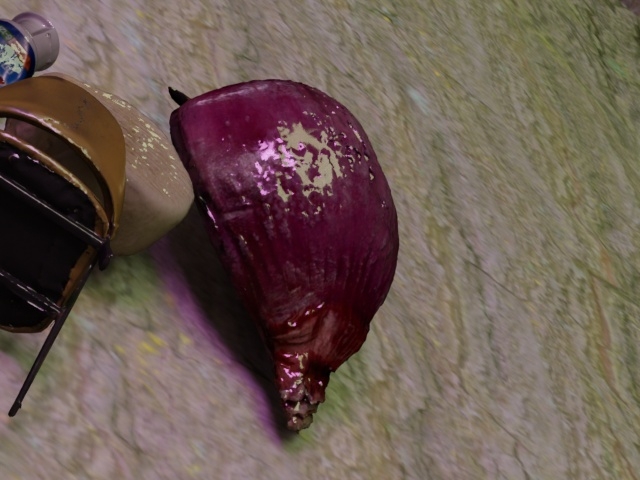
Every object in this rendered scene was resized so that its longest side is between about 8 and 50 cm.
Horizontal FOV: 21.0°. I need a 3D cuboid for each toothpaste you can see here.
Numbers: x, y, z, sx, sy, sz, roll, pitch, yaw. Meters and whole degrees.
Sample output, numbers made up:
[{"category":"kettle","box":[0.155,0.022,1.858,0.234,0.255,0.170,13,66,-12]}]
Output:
[{"category":"toothpaste","box":[-0.315,-0.140,1.492,0.096,0.061,0.266,49,31,-1]}]

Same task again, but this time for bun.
[{"category":"bun","box":[-0.199,-0.056,1.473,0.173,0.113,0.166,47,18,2]}]

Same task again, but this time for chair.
[{"category":"chair","box":[-0.232,-0.017,1.284,0.158,0.172,0.247,33,13,-10]}]

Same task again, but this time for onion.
[{"category":"onion","box":[0.000,0.000,1.597,0.267,0.159,0.349,38,29,-61]}]
